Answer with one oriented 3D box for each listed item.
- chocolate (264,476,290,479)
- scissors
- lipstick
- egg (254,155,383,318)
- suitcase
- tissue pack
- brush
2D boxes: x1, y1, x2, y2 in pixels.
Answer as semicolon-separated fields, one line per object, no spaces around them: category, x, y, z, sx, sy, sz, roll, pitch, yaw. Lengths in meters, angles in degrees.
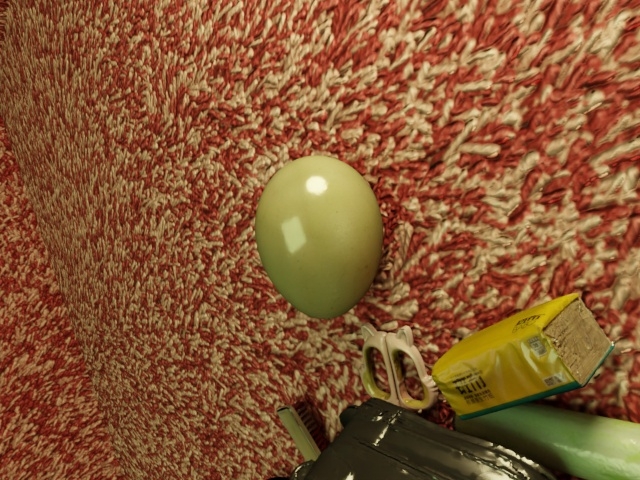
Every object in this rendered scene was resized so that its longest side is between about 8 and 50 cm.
chocolate;-0.098;0.576;1.078;0.148;0.125;0.080;-10;79;52
scissors;0.136;0.288;0.792;0.160;0.024;0.318;-5;101;48
lipstick;0.299;0.236;0.562;0.304;0.076;0.076;-6;98;48
egg;0.000;0.000;0.723;0.188;0.188;0.254;18;125;43
suitcase;0.165;0.401;0.628;0.339;0.188;0.345;7;125;44
tissue pack;0.231;0.137;0.569;0.169;0.120;0.082;-43;73;46
brush;0.017;0.465;0.967;0.060;0.050;0.321;-34;85;44
